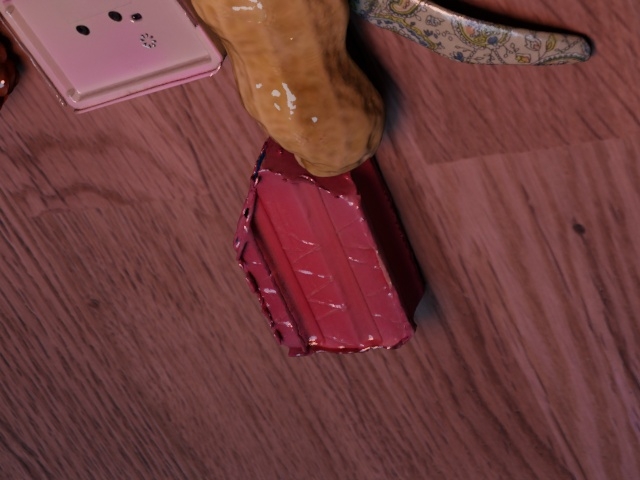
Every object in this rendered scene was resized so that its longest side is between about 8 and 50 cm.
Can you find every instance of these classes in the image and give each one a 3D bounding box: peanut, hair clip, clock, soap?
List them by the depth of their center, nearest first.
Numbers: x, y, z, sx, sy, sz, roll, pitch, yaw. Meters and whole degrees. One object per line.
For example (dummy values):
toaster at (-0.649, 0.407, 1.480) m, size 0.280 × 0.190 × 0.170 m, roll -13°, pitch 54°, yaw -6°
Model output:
hair clip at (0.123, -0.187, 1.359) m, size 0.229 × 0.036 × 0.066 m, roll 17°, pitch 144°, yaw 9°
peanut at (-0.028, -0.173, 1.383) m, size 0.130 × 0.130 × 0.290 m, roll 0°, pitch 135°, yaw 25°
clock at (-0.189, -0.209, 1.456) m, size 0.192 × 0.071 × 0.147 m, roll -12°, pitch 127°, yaw 34°
soap at (0.000, 0.000, 1.561) m, size 0.162 × 0.099 × 0.250 m, roll -1°, pitch 133°, yaw 26°

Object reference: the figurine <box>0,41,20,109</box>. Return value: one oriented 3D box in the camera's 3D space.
figurine at (-0.379, -0.180, 1.517) m, size 0.160 × 0.183 × 0.226 m, roll 13°, pitch 150°, yaw 26°
